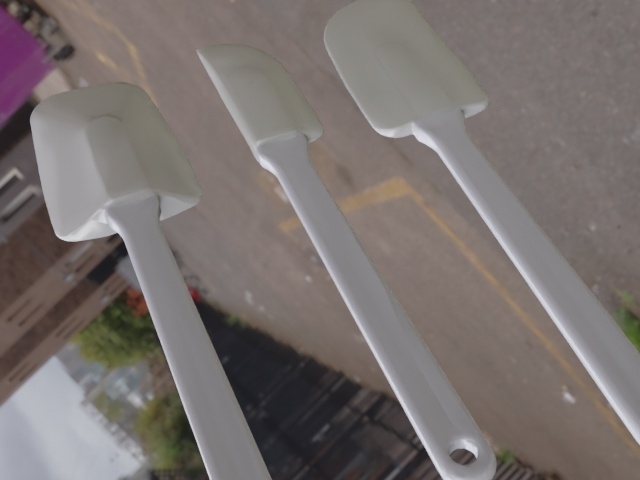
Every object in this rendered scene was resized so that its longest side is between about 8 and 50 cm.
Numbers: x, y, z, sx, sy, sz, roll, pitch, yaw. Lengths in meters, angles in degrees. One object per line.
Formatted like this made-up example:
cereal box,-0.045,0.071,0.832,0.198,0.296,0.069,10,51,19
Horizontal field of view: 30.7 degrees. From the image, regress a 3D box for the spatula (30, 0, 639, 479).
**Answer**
spatula,0.000,0.000,0.400,0.019,0.168,0.242,88,160,-47
